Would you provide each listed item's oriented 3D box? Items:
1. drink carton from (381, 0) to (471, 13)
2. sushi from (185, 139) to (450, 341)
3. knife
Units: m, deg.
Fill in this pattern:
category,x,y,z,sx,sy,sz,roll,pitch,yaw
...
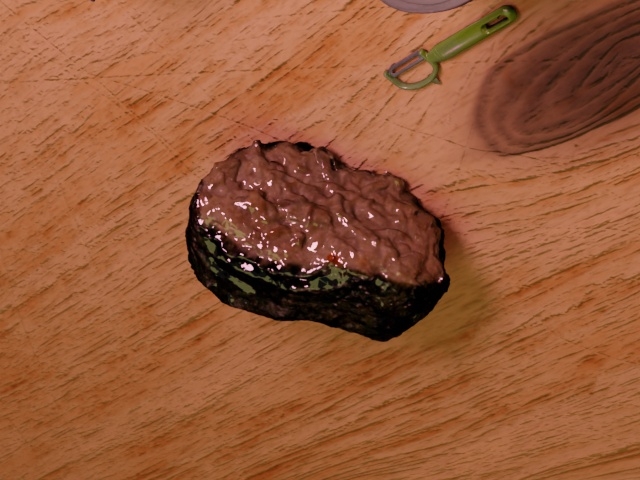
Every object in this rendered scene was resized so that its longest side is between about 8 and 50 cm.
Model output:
category,x,y,z,sx,sy,sz,roll,pitch,yaw
drink carton,0.124,-0.347,1.937,0.191,0.190,0.185,-4,138,32
sushi,0.000,0.000,2.376,0.350,0.211,0.171,20,137,-3
knife,0.162,-0.225,2.183,0.054,0.015,0.212,41,138,-20
